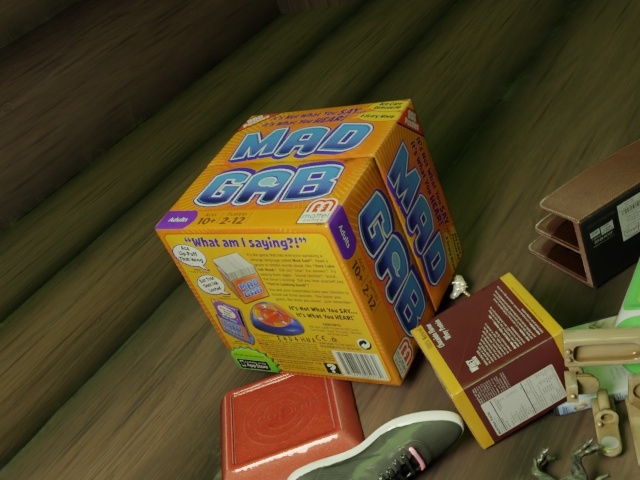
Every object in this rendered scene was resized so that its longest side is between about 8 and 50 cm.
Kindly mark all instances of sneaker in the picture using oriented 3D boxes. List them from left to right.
[{"bbox_3d":[0.093,0.366,1.201,0.296,0.104,0.147,-27,31,5],"label":"sneaker"}]

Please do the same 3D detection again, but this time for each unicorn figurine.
[{"bbox_3d":[0.219,0.087,1.597,0.111,0.060,0.162,-29,33,-2],"label":"unicorn figurine"}]

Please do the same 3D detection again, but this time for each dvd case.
[{"bbox_3d":[0.478,0.183,1.305,0.253,0.022,0.180,-17,31,10],"label":"dvd case"}]

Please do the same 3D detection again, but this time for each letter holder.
[{"bbox_3d":[0.551,-0.078,1.550,0.302,0.152,0.214,-30,29,-13],"label":"letter holder"}]

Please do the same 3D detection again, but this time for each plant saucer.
[{"bbox_3d":[-0.065,0.316,1.436,0.259,0.047,0.259,-20,29,4],"label":"plant saucer"}]

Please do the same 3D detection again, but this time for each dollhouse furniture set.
[{"bbox_3d":[0.421,0.219,1.139,0.144,0.151,0.123,-5,34,14],"label":"dollhouse furniture set"}]

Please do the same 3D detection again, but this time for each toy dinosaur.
[{"bbox_3d":[0.334,0.339,1.120,0.268,0.064,0.118,-7,40,31],"label":"toy dinosaur"}]

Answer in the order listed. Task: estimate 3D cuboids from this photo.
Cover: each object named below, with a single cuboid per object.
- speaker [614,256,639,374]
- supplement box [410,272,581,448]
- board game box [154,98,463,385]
[{"bbox_3d":[0.553,0.080,1.274,0.131,0.131,0.296,2,37,36],"label":"speaker"},{"bbox_3d":[0.281,0.187,1.297,0.194,0.129,0.191,-31,28,2],"label":"supplement box"},{"bbox_3d":[0.000,0.000,1.479,0.357,0.356,0.356,0,41,34],"label":"board game box"}]
